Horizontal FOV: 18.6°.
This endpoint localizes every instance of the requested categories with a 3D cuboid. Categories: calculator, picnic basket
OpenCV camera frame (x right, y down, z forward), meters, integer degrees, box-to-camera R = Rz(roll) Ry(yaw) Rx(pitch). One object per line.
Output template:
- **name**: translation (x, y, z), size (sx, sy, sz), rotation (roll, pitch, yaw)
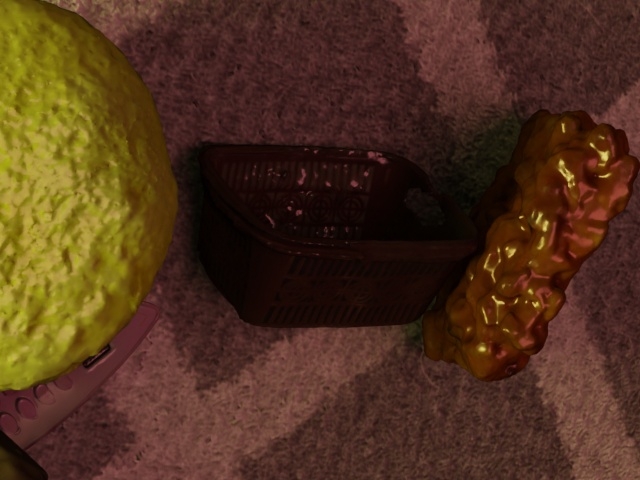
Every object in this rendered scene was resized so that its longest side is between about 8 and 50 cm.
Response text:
- **calculator**: translation (-0.314, 0.110, 1.985), size (0.294, 0.043, 0.194), rotation (-40, 121, -16)
- **picnic basket**: translation (0.000, 0.000, 2.084), size (0.297, 0.222, 0.129), rotation (1, 123, -34)

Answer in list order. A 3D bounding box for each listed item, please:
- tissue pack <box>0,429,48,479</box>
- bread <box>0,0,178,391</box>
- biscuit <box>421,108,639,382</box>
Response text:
- **tissue pack**: translation (-0.466, 0.223, 1.767), size (0.387, 0.267, 0.277), rotation (39, 86, -35)
- **bread**: translation (-0.330, -0.051, 1.761), size (0.348, 0.308, 0.348), rotation (-3, 97, -28)
- **biscuit**: translation (0.222, 0.006, 2.156), size (0.110, 0.312, 0.318), rotation (30, 89, -7)
